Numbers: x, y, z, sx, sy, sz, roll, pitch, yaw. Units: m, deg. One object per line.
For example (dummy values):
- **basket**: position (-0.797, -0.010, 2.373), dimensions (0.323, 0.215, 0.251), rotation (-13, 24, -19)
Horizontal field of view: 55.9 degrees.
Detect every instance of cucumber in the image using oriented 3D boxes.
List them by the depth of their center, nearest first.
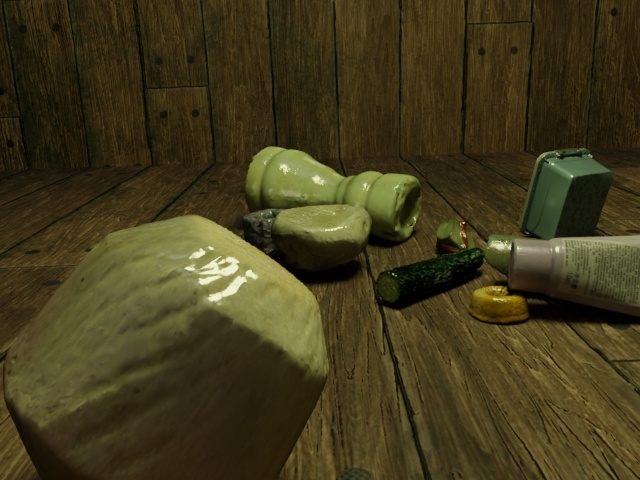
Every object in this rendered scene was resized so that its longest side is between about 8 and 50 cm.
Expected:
- **cucumber**: position (0.233, 0.063, 1.190), dimensions (0.293, 0.068, 0.067), rotation (-13, 19, -37)

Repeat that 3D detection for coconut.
- **coconut**: position (-0.149, 0.146, 0.594), dimensions (0.328, 0.329, 0.329), rotation (-2, 16, 1)

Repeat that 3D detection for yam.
- **yam**: position (0.442, 0.050, 1.132), dimensions (0.259, 0.106, 0.106), rotation (7, 18, 25)

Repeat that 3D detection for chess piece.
- **chess piece**: position (0.035, -0.115, 1.604), dimensions (0.442, 0.234, 0.234), rotation (14, 22, 31)

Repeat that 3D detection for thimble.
- **thimble**: position (-0.110, -0.019, 1.460), dimensions (0.150, 0.098, 0.150), rotation (-2, 15, 1)

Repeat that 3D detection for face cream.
- **face cream**: position (0.466, 0.051, 1.029), dimensions (0.273, 0.154, 0.096), rotation (6, -14, 12)

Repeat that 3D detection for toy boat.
- **toy boat**: position (0.312, -0.003, 1.400), dimensions (0.089, 0.071, 0.185), rotation (-43, 11, 11)

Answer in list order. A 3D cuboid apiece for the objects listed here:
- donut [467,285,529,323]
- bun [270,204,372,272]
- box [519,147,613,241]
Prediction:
- **donut**: position (0.310, 0.110, 1.057), dimensions (0.097, 0.043, 0.108), rotation (-9, 13, -25)
- **bun**: position (0.000, 0.000, 1.311), dimensions (0.231, 0.133, 0.231), rotation (-3, 16, 1)
- **box**: position (0.588, -0.101, 1.453), dimensions (0.162, 0.227, 0.130), rotation (-8, 31, -21)
